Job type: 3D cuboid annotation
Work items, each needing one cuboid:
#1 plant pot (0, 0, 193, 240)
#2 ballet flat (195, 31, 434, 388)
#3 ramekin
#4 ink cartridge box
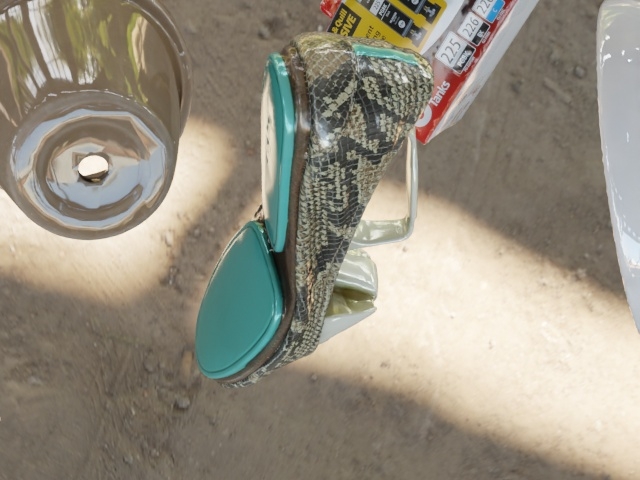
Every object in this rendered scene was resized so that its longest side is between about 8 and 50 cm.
[{"bbox_3d":[-0.238,-0.117,0.954,0.263,0.263,0.229,-12,35,-13],"label":"plant pot"},{"bbox_3d":[0.000,0.000,0.965,0.182,0.483,0.164,-2,52,-19],"label":"ballet flat"},{"bbox_3d":[0.307,-0.062,0.767,0.135,0.277,0.277,-7,64,24],"label":"ramekin"},{"bbox_3d":[0.130,-0.335,1.276,0.272,0.309,0.130,39,37,12],"label":"ink cartridge box"}]
